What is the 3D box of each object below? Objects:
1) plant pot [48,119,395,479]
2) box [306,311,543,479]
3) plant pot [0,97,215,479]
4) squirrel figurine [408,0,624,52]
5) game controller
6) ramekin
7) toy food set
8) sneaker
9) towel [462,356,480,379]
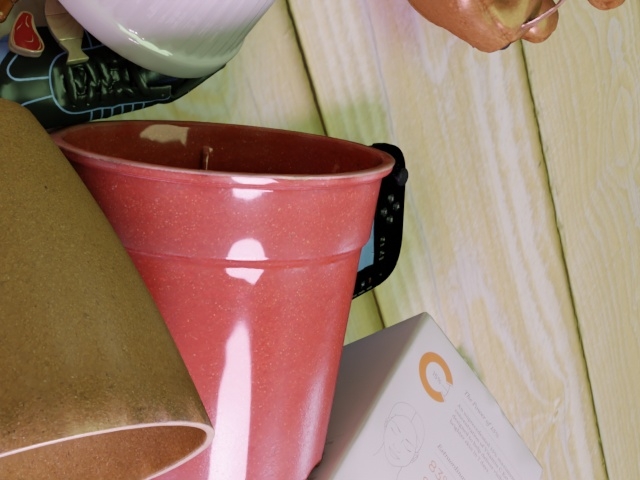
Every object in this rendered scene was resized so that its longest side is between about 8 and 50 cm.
[{"bbox_3d":[-0.087,0.052,0.928,0.272,0.272,0.265,-13,111,-54],"label":"plant pot"},{"bbox_3d":[0.040,0.266,1.049,0.215,0.168,0.345,53,40,-13],"label":"box"},{"bbox_3d":[-0.218,0.042,0.747,0.237,0.237,0.254,8,59,-55],"label":"plant pot"},{"bbox_3d":[0.204,-0.415,1.340,0.370,0.281,0.397,-39,110,-35],"label":"squirrel figurine"},{"bbox_3d":[0.000,0.000,1.199,0.319,0.067,0.166,-24,113,-51],"label":"game controller"},{"bbox_3d":[-0.115,-0.241,0.888,0.207,0.109,0.207,30,42,-31],"label":"ramekin"},{"bbox_3d":[-0.225,-0.187,0.862,0.078,0.019,0.122,-6,76,-30],"label":"toy food set"},{"bbox_3d":[-0.172,-0.139,0.913,0.232,0.090,0.081,-31,118,-50],"label":"sneaker"},{"bbox_3d":[0.186,0.242,1.529,0.110,0.027,0.148,47,56,-46],"label":"towel"}]
